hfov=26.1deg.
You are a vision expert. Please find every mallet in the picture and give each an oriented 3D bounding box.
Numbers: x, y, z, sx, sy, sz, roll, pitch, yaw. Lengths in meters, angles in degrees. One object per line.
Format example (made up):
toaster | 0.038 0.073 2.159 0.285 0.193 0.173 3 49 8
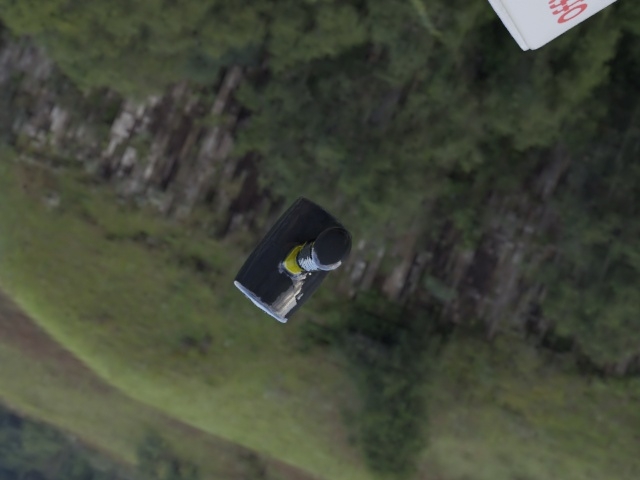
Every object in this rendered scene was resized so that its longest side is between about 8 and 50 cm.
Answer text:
mallet | 0.000 0.000 0.644 0.039 0.062 0.189 39 167 -4

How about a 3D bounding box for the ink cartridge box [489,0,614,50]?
ink cartridge box | 0.176 -0.229 0.629 0.121 0.289 0.211 61 -169 13
